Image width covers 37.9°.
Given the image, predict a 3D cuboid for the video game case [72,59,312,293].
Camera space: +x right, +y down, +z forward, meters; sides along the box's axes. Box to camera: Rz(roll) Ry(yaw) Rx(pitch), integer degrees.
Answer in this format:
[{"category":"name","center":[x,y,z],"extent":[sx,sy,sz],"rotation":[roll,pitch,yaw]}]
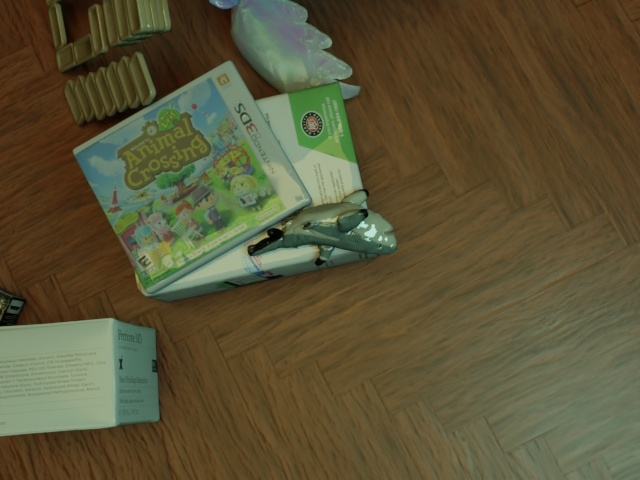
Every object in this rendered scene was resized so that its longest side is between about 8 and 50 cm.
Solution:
[{"category":"video game case","center":[-0.147,-0.073,1.059],"extent":[0.212,0.023,0.193],"rotation":[-30,79,0]}]

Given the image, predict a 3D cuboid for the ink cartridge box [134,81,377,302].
[{"category":"ink cartridge box","center":[-0.088,-0.052,1.123],"extent":[0.278,0.117,0.201],"rotation":[-13,80,2]}]

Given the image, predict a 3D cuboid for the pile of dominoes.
[{"category":"pile of dominoes","center":[-0.259,-0.248,1.139],"extent":[0.040,0.251,0.195],"rotation":[-12,95,-36]}]

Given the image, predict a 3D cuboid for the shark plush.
[{"category":"shark plush","center":[0.000,0.000,1.024],"extent":[0.161,0.073,0.067],"rotation":[-16,112,-3]}]

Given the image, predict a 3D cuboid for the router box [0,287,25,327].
[{"category":"router box","center":[-0.483,0.097,1.171],"extent":[0.179,0.046,0.133],"rotation":[23,84,9]}]

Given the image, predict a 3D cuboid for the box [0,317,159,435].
[{"category":"box","center":[-0.296,0.159,1.075],"extent":[0.182,0.181,0.119],"rotation":[-5,81,5]}]

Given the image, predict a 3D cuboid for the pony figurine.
[{"category":"pony figurine","center":[-0.065,-0.343,1.066],"extent":[0.351,0.363,0.302],"rotation":[39,109,5]}]
